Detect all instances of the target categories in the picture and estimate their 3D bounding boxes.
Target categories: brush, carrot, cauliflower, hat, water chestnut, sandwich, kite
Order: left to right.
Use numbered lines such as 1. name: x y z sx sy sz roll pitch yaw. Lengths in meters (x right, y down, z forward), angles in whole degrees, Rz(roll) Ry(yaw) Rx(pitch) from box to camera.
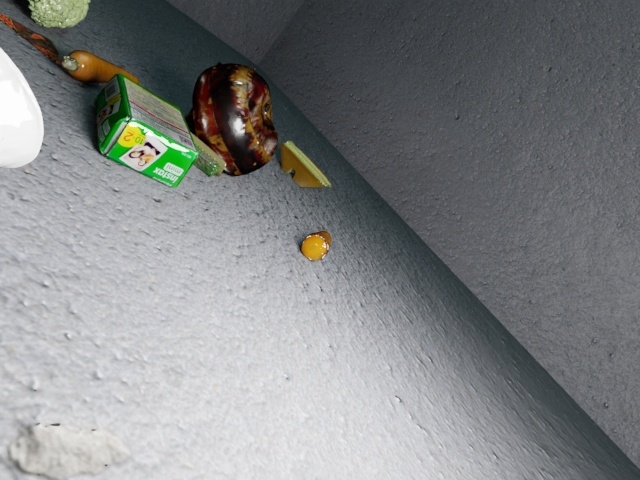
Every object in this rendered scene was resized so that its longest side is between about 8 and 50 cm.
1. hat: -0.439 -0.138 0.529 0.203 0.203 0.126 35 36 -22
2. cauliflower: -0.716 -0.688 1.185 0.250 0.272 0.275 -8 28 -29
3. kite: -0.662 -0.473 1.102 0.222 0.008 0.125 38 17 -11
4. carrot: -0.532 -0.421 1.169 0.069 0.069 0.336 41 14 -5
5. brush: -0.359 -0.259 1.175 0.282 0.054 0.048 40 36 -4
6. water chestnut: -0.259 -0.321 1.273 0.300 0.300 0.300 38 17 -14
7. sandwich: -0.074 -0.263 1.771 0.244 0.088 0.090 48 26 9
8. carrot: 0.000 0.000 1.305 0.072 0.072 0.205 42 15 -1

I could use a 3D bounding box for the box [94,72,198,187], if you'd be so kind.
1. box: -0.373 -0.236 0.997 0.180 0.103 0.250 26 24 -42
